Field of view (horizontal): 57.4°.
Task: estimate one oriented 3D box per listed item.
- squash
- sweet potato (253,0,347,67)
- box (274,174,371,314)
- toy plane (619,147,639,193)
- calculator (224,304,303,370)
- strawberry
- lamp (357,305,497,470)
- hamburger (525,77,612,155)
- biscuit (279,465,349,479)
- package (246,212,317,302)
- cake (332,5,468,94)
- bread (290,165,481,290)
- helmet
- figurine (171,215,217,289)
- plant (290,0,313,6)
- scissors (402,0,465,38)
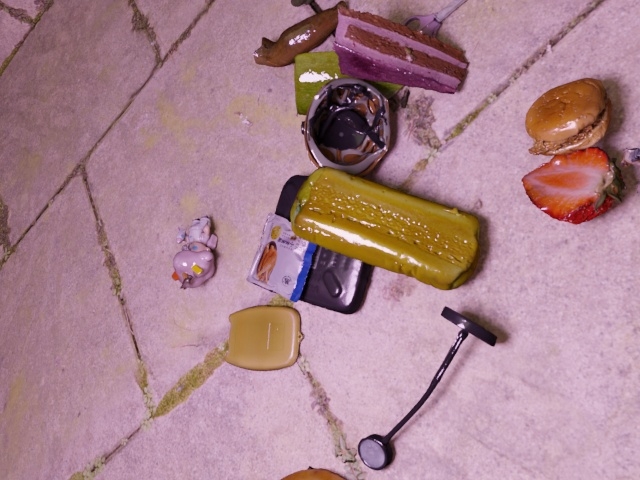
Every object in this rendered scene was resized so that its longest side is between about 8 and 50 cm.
[{"bbox_3d":[0.081,-0.357,1.396,0.289,0.203,0.111,0,75,3],"label":"squash"},{"bbox_3d":[-0.057,-0.534,1.524,0.286,0.085,0.112,-27,57,28],"label":"sweet potato"},{"bbox_3d":[0.000,0.000,1.324,0.289,0.073,0.290,13,85,38],"label":"box"},{"bbox_3d":[0.568,-0.151,0.948,0.135,0.062,0.188,19,84,11],"label":"toy plane"},{"bbox_3d":[-0.139,0.229,1.387,0.236,0.033,0.157,-8,71,33],"label":"calculator"},{"bbox_3d":[0.435,-0.087,1.018,0.146,0.082,0.187,-52,34,-15],"label":"strawberry"},{"bbox_3d":[0.204,0.288,1.105,0.130,0.108,0.371,32,111,27],"label":"lamp"},{"bbox_3d":[0.434,-0.216,1.032,0.138,0.083,0.147,-14,39,49],"label":"hamburger"},{"bbox_3d":[-0.008,0.560,1.180,0.260,0.041,0.203,-30,60,29],"label":"biscuit"},{"bbox_3d":[-0.084,0.035,1.313,0.173,0.027,0.171,18,89,42],"label":"package"},{"bbox_3d":[0.163,-0.388,1.245,0.295,0.113,0.116,17,70,1],"label":"cake"},{"bbox_3d":[0.126,-0.022,1.161,0.384,0.112,0.166,20,72,17],"label":"bread"},{"bbox_3d":[0.053,-0.246,1.308,0.130,0.198,0.224,-122,43,-80],"label":"helmet"},{"bbox_3d":[-0.332,0.040,1.547,0.137,0.112,0.229,-12,56,26],"label":"figurine"},{"bbox_3d":[-0.008,-0.669,1.536,0.174,0.087,0.085,-10,35,38],"label":"plant"},{"bbox_3d":[0.271,-0.502,1.305,0.212,0.021,0.110,-35,65,23],"label":"scissors"}]
